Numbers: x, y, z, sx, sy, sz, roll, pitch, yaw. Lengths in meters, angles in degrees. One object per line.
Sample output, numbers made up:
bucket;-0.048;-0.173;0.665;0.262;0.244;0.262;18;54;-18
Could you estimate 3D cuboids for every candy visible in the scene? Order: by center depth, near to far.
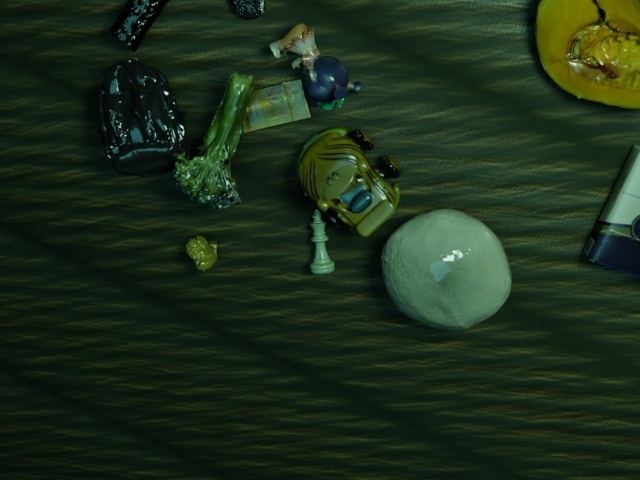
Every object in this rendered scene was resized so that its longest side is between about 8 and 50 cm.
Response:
candy;0.272;0.070;1.435;0.295;0.185;0.296;1;103;5

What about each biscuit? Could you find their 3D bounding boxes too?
biscuit;-0.150;-0.515;1.384;0.087;0.027;0.089;32;109;-2

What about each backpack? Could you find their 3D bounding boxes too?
backpack;-0.400;-0.268;1.459;0.206;0.133;0.259;-10;100;8

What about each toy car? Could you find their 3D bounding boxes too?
toy car;0.058;-0.121;1.422;0.248;0.142;0.200;42;108;-8

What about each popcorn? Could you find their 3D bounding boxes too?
popcorn;-0.270;0.024;1.559;0.084;0.084;0.084;3;109;8

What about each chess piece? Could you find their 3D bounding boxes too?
chess piece;0.000;0.000;1.522;0.059;0.059;0.149;-2;102;9

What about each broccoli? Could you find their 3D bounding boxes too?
broccoli;-0.210;-0.216;1.429;0.145;0.165;0.304;22;106;8

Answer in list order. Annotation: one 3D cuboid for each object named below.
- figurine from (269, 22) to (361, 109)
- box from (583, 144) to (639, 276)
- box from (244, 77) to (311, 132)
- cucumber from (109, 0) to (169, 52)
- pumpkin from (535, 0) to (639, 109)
figurine;-0.010;-0.359;1.372;0.102;0.111;0.195;-31;103;37
box;0.689;-0.054;1.390;0.168;0.071;0.260;18;109;2
box;-0.105;-0.297;1.452;0.156;0.022;0.089;-9;108;12
cucumber;-0.341;-0.531;1.385;0.072;0.072;0.300;40;107;-6
pumpkin;0.551;-0.378;1.295;0.312;0.148;0.169;55;148;-6
